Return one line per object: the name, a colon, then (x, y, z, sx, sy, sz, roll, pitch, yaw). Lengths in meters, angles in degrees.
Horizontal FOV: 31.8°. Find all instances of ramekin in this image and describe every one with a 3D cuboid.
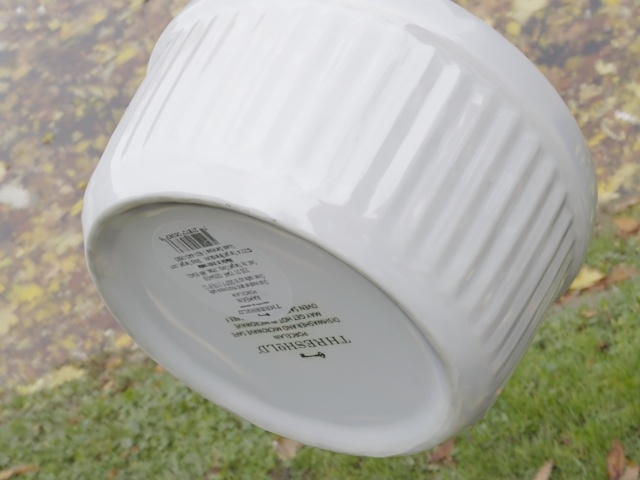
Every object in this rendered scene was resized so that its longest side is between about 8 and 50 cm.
ramekin: (0.000, 0.000, 0.470, 0.207, 0.207, 0.109, 5, 50, 33)
